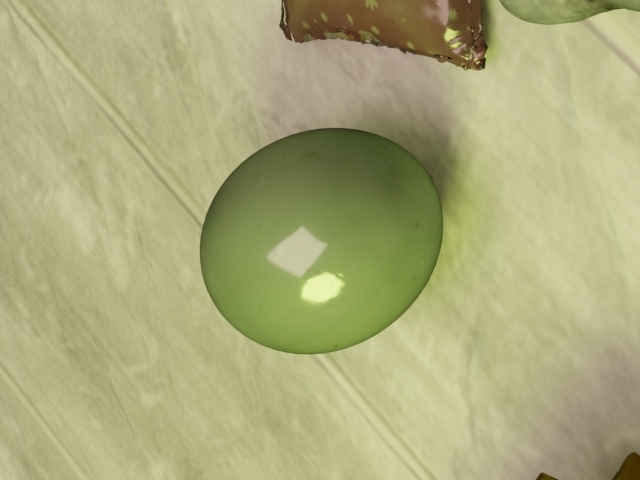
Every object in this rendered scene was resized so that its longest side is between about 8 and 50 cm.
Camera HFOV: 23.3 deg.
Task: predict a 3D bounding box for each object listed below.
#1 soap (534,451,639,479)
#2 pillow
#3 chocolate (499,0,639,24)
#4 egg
[{"bbox_3d":[0.173,0.322,0.981,0.259,0.143,0.281,53,123,30],"label":"soap"},{"bbox_3d":[0.031,-0.176,1.019,0.185,0.043,0.118,15,117,42],"label":"pillow"},{"bbox_3d":[0.164,-0.158,0.864,0.167,0.072,0.072,-2,107,50],"label":"chocolate"},{"bbox_3d":[0.000,0.000,1.057,0.192,0.149,0.149,-32,85,49],"label":"egg"}]
